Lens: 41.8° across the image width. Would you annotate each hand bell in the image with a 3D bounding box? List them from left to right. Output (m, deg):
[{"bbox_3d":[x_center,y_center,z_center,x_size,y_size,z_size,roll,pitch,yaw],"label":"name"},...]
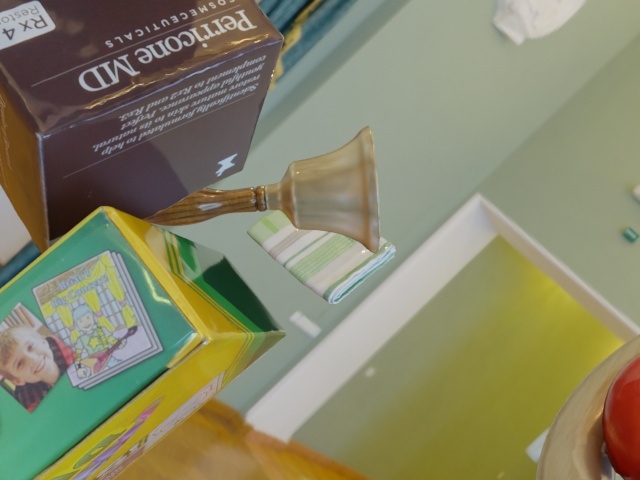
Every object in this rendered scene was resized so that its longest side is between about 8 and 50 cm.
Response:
[{"bbox_3d":[-0.067,-0.042,0.825,0.126,0.241,0.126,-4,90,-89],"label":"hand bell"}]

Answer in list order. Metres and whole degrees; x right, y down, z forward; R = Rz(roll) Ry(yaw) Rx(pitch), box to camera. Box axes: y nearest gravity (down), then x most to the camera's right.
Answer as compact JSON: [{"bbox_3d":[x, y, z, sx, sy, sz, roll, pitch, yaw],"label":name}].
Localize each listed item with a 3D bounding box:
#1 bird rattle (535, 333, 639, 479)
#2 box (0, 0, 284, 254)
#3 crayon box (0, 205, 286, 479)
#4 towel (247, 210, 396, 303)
[{"bbox_3d":[0.164,0.104,0.344,0.143,0.253,0.207,42,20,-8],"label":"bird rattle"},{"bbox_3d":[-0.160,-0.133,0.567,0.203,0.168,0.167,54,-27,13],"label":"box"},{"bbox_3d":[-0.209,0.145,0.584,0.106,0.363,0.313,50,0,7],"label":"crayon box"},{"bbox_3d":[0.000,0.000,1.006,0.152,0.113,0.023,38,-30,28],"label":"towel"}]
